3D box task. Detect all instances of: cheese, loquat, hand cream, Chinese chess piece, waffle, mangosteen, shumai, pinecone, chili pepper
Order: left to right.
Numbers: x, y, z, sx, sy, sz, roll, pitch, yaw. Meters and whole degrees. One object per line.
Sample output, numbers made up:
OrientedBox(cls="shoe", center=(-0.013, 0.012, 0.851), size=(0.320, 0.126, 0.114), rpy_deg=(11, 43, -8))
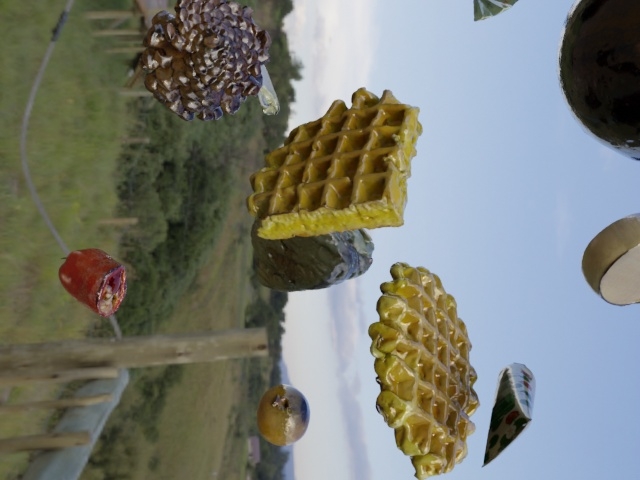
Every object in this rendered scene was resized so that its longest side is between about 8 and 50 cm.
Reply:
OrientedBox(cls="chili pepper", center=(-0.385, 0.056, 1.085), size=(0.192, 0.086, 0.084), rpy_deg=(22, -37, 41))
OrientedBox(cls="pinecone", center=(-0.171, -0.264, 0.961), size=(0.195, 0.179, 0.150), rpy_deg=(-38, -156, 31))
OrientedBox(cls="cheese", center=(-0.168, -0.441, 1.668), size=(0.127, 0.050, 0.234), rpy_deg=(18, 56, -69))
OrientedBox(cls="loquat", center=(-0.093, 0.439, 1.651), size=(0.163, 0.137, 0.163), rpy_deg=(169, -90, -85))
OrientedBox(cls="shumai", center=(-0.001, 0.001, 1.302), size=(0.256, 0.218, 0.189), rpy_deg=(-3, -82, 50))
OrientedBox(cls="waffle", center=(0.016, -0.107, 0.836), size=(0.057, 0.229, 0.219), rpy_deg=(53, 44, -42))
OrientedBox(cls="waffle", center=(0.159, 0.180, 0.964), size=(0.329, 0.062, 0.329), rpy_deg=(28, 56, -51))
OrientedBox(cls="hand cream", center=(0.281, 0.243, 0.963), size=(0.095, 0.059, 0.276), rpy_deg=(-52, 170, 18))
OrientedBox(cls="Chinese chess piece", center=(0.757, 0.047, 1.578), size=(0.103, 0.250, 0.249), rpy_deg=(-107, -166, -45))
OrientedBox(cls="mangosteen", center=(0.513, -0.323, 0.969), size=(0.435, 0.382, 0.382), rpy_deg=(49, 3, -13))

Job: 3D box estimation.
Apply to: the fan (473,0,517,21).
OrientedBox(cls="fan", center=(0.422, -0.578, 1.536), size=(0.240, 0.131, 0.009), rpy_deg=(-58, 139, -34))
